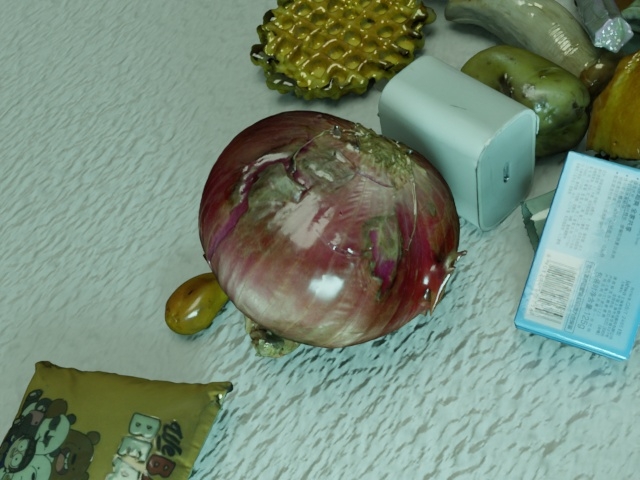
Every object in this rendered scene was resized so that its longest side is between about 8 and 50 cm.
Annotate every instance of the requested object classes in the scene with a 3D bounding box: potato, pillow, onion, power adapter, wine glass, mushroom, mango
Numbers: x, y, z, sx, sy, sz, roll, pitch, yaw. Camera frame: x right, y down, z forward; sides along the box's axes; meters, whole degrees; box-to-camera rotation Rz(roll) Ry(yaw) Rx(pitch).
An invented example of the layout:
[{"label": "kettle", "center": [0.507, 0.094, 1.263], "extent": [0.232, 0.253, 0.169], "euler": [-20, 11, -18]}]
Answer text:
[{"label": "potato", "center": [0.297, -0.207, 1.341], "extent": [0.137, 0.155, 0.200], "euler": [-41, 50, -17]}, {"label": "pillow", "center": [-0.298, 0.299, 1.175], "extent": [0.312, 0.119, 0.310], "euler": [5, 54, 21]}, {"label": "onion", "center": [0.017, -0.015, 1.195], "extent": [0.353, 0.354, 0.354], "euler": [-8, 54, 11]}, {"label": "power adapter", "center": [0.172, -0.153, 1.316], "extent": [0.124, 0.187, 0.255], "euler": [-40, 55, -21]}, {"label": "wine glass", "center": [0.376, -0.046, 1.243], "extent": [0.202, 0.093, 0.093], "euler": [-19, 53, 2]}, {"label": "mushroom", "center": [0.338, -0.326, 1.456], "extent": [0.123, 0.095, 0.351], "euler": [-47, 53, 2]}, {"label": "mango", "center": [-0.175, 0.088, 1.327], "extent": [0.114, 0.060, 0.080], "euler": [-40, 39, -11]}]

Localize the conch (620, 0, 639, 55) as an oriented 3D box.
[{"label": "conch", "center": [0.528, -0.327, 1.389], "extent": [0.172, 0.116, 0.106], "euler": [-4, 36, 28]}]

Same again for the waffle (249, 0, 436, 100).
[{"label": "waffle", "center": [0.029, -0.355, 1.580], "extent": [0.329, 0.062, 0.329], "euler": [-7, 56, 11]}]

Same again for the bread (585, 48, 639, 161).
[{"label": "bread", "center": [0.487, -0.210, 1.264], "extent": [0.260, 0.134, 0.129], "euler": [-24, 23, -10]}]

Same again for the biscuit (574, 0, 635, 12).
[{"label": "biscuit", "center": [0.532, -0.433, 1.507], "extent": [0.182, 0.034, 0.215], "euler": [34, 72, 34]}]

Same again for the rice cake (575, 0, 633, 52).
[{"label": "rice cake", "center": [0.421, -0.362, 1.399], "extent": [0.049, 0.055, 0.270], "euler": [20, 35, -12]}]

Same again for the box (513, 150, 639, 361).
[{"label": "box", "center": [0.344, 0.021, 1.149], "extent": [0.142, 0.083, 0.232], "euler": [17, 84, 14]}]
